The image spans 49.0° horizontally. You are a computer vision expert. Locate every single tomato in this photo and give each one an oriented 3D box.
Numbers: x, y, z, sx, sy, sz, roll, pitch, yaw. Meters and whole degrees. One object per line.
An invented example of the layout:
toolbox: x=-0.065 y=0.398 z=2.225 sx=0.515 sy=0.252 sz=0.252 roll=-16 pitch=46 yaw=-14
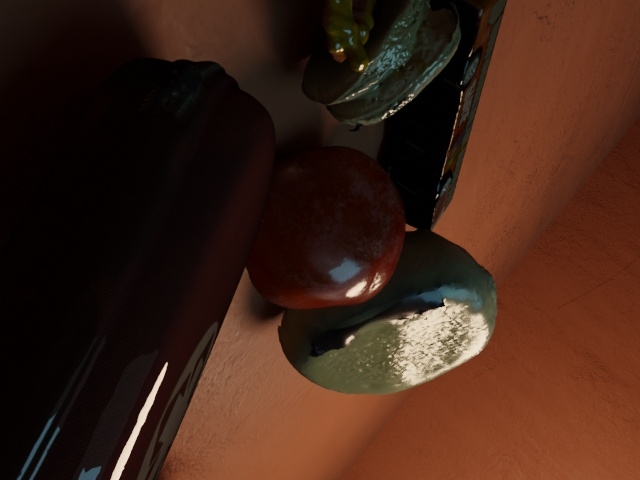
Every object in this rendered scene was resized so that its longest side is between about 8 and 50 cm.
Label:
tomato: x=0.000 y=0.000 z=0.717 sx=0.187 sy=0.151 sz=0.187 roll=-41 pitch=161 yaw=-17

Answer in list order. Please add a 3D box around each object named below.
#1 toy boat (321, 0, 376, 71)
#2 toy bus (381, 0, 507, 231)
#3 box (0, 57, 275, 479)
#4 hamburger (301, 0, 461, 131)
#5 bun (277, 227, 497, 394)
toy boat: x=0.077 y=-0.277 z=0.496 sx=0.318 sy=0.099 sz=0.141 roll=-57 pitch=162 yaw=7
toy bus: x=0.132 y=-0.148 z=0.831 sx=0.092 sy=0.093 sz=0.409 roll=-51 pitch=162 yaw=-24
box: x=-0.137 y=0.087 z=0.427 sx=0.263 sy=0.108 sz=0.404 roll=112 pitch=0 yaw=-72
hamburger: x=0.047 y=-0.157 z=0.584 sx=0.062 sy=0.140 sz=0.133 roll=37 pitch=89 yaw=-25
bun: x=0.087 y=0.079 z=0.967 sx=0.293 sy=0.187 sz=0.293 roll=-7 pitch=143 yaw=-5
